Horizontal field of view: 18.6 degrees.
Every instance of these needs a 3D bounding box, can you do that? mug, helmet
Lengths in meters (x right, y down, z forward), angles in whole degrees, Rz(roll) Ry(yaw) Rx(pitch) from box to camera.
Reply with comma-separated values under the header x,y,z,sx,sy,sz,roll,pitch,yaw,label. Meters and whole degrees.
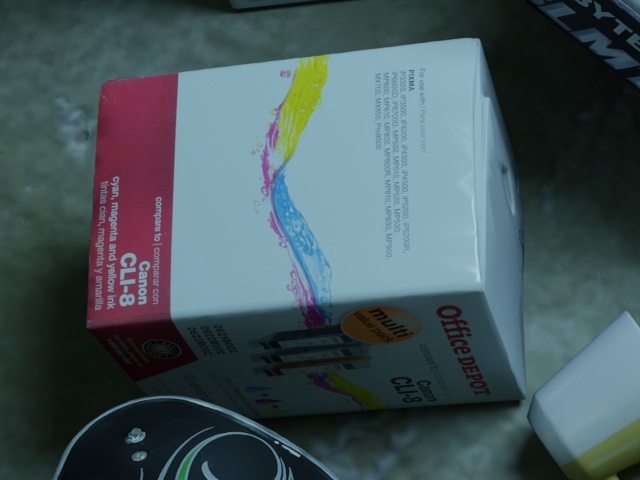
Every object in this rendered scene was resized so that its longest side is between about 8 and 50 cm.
x,y,z,sx,sy,sz,roll,pitch,yaw,label
0.130,0.079,0.856,0.064,0.062,0.078,-35,53,5,mug
-0.066,0.165,0.806,0.169,0.169,0.161,19,54,23,helmet

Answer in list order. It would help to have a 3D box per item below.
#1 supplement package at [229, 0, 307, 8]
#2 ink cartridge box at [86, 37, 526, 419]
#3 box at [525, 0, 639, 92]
x,y,z,sx,sy,sz,roll,pitch,yaw,label
0.018,-0.275,0.949,0.198,0.262,0.199,-5,62,13,supplement package
0.000,0.000,0.890,0.176,0.128,0.127,-6,62,13,ink cartridge box
0.257,-0.159,0.864,0.295,0.073,0.293,38,75,-1,box
